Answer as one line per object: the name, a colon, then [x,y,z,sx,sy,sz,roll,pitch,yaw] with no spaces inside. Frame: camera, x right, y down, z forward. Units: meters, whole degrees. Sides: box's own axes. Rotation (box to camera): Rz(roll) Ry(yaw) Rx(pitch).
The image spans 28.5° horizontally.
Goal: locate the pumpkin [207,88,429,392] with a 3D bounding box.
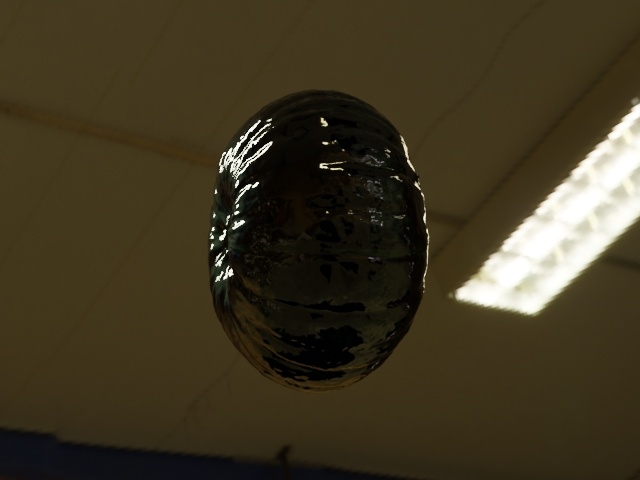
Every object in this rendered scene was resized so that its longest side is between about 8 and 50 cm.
pumpkin: [0.000,0.000,0.823,0.140,0.202,0.202,2,-41,-16]
